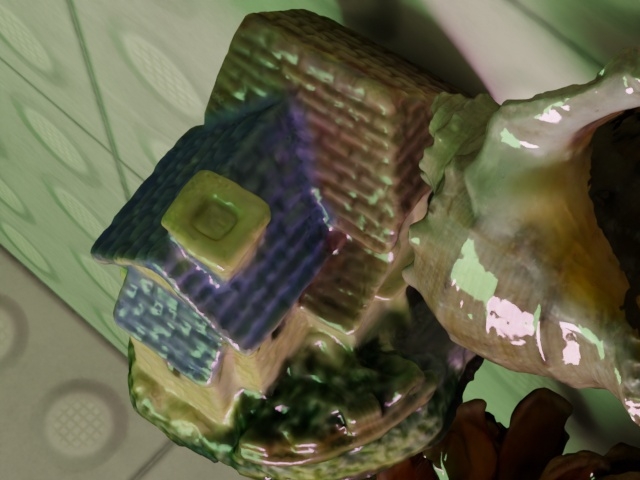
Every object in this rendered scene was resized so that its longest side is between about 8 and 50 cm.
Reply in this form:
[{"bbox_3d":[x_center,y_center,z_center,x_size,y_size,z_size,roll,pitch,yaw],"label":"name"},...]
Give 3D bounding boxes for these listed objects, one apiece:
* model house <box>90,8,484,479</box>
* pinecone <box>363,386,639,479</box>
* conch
[{"bbox_3d":[0.000,0.000,1.452,0.261,0.321,0.266,31,159,21],"label":"model house"},{"bbox_3d":[0.192,0.340,1.695,0.384,0.384,0.384,41,164,15],"label":"pinecone"},{"bbox_3d":[0.203,-0.006,1.155,0.324,0.186,0.263,29,145,7],"label":"conch"}]
